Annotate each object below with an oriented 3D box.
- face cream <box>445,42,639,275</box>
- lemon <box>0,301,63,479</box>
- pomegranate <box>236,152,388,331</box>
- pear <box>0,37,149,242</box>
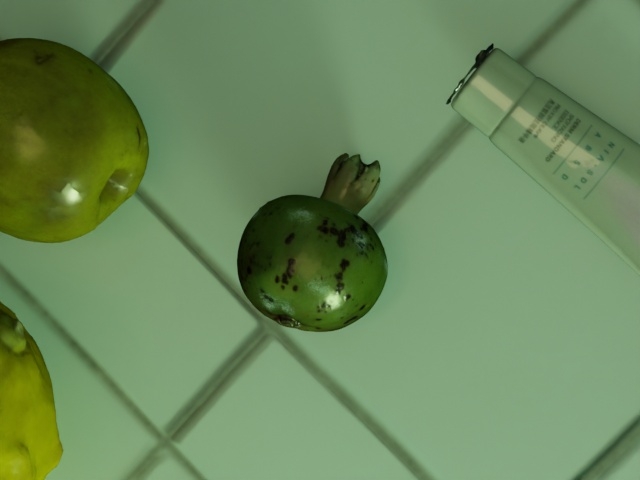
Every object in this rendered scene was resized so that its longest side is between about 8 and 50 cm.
[{"bbox_3d":[0.202,-0.047,1.305,0.244,0.058,0.092,38,95,4],"label":"face cream"},{"bbox_3d":[-0.325,0.149,1.343,0.288,0.233,0.233,-41,82,12],"label":"lemon"},{"bbox_3d":[0.000,0.000,1.331,0.114,0.114,0.142,22,72,12],"label":"pomegranate"},{"bbox_3d":[-0.215,-0.076,1.353,0.162,0.149,0.149,31,98,6],"label":"pear"}]
